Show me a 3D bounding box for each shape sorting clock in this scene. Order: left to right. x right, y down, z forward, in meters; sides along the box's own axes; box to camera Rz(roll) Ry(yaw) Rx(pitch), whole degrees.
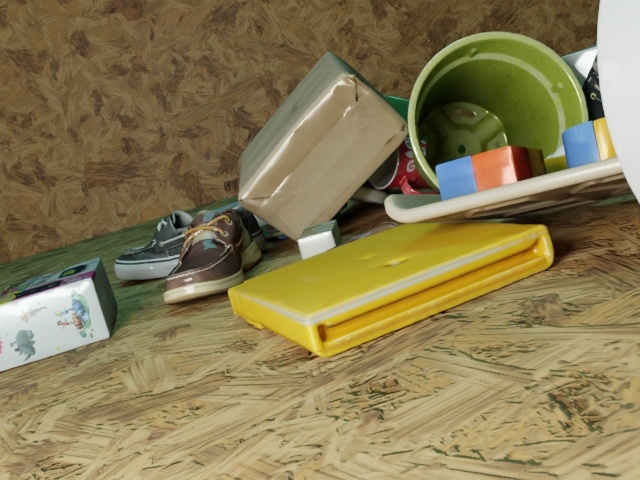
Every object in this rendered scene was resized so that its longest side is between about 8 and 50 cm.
[{"bbox_3d":[-0.041,-0.047,1.632,0.206,0.040,0.206,-16,9,2],"label":"shape sorting clock"}]

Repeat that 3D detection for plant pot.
[{"bbox_3d":[0.262,-0.173,1.281,0.276,0.276,0.254,-17,-2,-4],"label":"plant pot"}]

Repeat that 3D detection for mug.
[{"bbox_3d":[0.192,-0.136,1.544,0.169,0.150,0.113,2,-16,-32],"label":"mug"}]

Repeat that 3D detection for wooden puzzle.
[{"bbox_3d":[0.294,-0.079,0.891,0.348,0.080,0.322,-8,-3,37],"label":"wooden puzzle"}]

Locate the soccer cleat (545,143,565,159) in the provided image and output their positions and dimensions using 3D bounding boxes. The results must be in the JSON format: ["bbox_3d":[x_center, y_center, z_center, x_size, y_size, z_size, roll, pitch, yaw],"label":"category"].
[{"bbox_3d":[0.375,-0.109,1.115,0.076,0.068,0.196,-30,-18,34],"label":"soccer cleat"}]

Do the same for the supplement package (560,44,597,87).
[{"bbox_3d":[0.565,-0.251,1.288,0.262,0.204,0.145,-11,10,30],"label":"supplement package"}]

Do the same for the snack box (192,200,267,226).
[{"bbox_3d":[-0.199,-0.056,1.875,0.174,0.070,0.207,-7,13,46],"label":"snack box"}]

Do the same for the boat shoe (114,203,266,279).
[{"bbox_3d":[-0.265,-0.005,1.515,0.335,0.119,0.121,-13,10,19],"label":"boat shoe"}]

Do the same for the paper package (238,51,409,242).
[{"bbox_3d":[-0.007,-0.186,1.487,0.309,0.168,0.325,-47,17,13],"label":"paper package"}]

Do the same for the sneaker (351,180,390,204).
[{"bbox_3d":[0.101,-0.169,1.692,0.131,0.148,0.350,9,13,5],"label":"sneaker"}]

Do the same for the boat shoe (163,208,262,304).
[{"bbox_3d":[-0.181,0.013,1.247,0.123,0.123,0.342,-14,9,13],"label":"boat shoe"}]

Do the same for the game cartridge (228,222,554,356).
[{"bbox_3d":[0.061,0.043,0.903,0.285,0.053,0.323,-19,7,-19],"label":"game cartridge"}]

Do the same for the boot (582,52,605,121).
[{"bbox_3d":[0.490,-0.165,1.204,0.085,0.236,0.178,-29,-27,-42],"label":"boot"}]

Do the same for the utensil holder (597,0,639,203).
[{"bbox_3d":[0.437,-0.141,0.506,0.327,0.328,0.385,-22,8,-35],"label":"utensil holder"}]

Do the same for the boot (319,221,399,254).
[{"bbox_3d":[0.050,0.011,1.126,0.106,0.037,0.114,-26,-3,42],"label":"boot"}]

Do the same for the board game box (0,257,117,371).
[{"bbox_3d":[-0.472,0.127,1.163,0.303,0.097,0.224,-19,9,-10],"label":"board game box"}]

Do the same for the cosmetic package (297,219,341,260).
[{"bbox_3d":[0.000,0.000,1.271,0.060,0.041,0.115,-15,9,6],"label":"cosmetic package"}]

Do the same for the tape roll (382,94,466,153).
[{"bbox_3d":[0.233,-0.263,1.839,0.321,0.077,0.321,18,2,-1],"label":"tape roll"}]
